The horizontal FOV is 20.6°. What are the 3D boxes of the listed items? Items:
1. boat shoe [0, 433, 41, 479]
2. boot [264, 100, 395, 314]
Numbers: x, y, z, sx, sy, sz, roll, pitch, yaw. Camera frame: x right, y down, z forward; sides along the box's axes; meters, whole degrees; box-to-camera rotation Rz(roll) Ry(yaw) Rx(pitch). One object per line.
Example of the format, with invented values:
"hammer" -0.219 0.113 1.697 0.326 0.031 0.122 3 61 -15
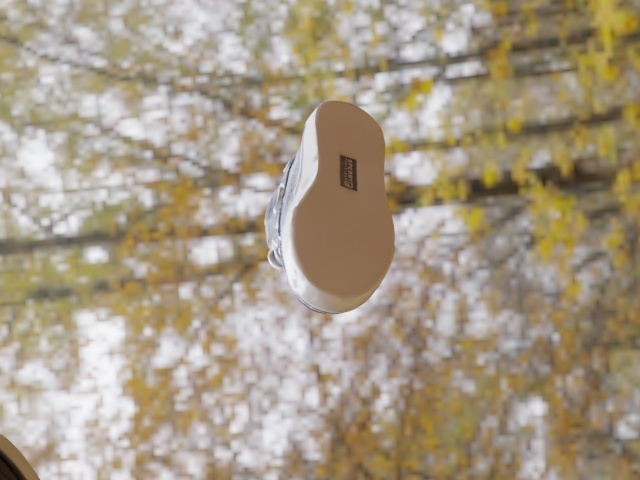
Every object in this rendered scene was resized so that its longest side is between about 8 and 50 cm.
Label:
"boat shoe" -0.254 0.314 1.576 0.340 0.127 0.113 52 -154 13
"boot" 0.000 0.000 1.075 0.190 0.069 0.086 -80 16 -53
